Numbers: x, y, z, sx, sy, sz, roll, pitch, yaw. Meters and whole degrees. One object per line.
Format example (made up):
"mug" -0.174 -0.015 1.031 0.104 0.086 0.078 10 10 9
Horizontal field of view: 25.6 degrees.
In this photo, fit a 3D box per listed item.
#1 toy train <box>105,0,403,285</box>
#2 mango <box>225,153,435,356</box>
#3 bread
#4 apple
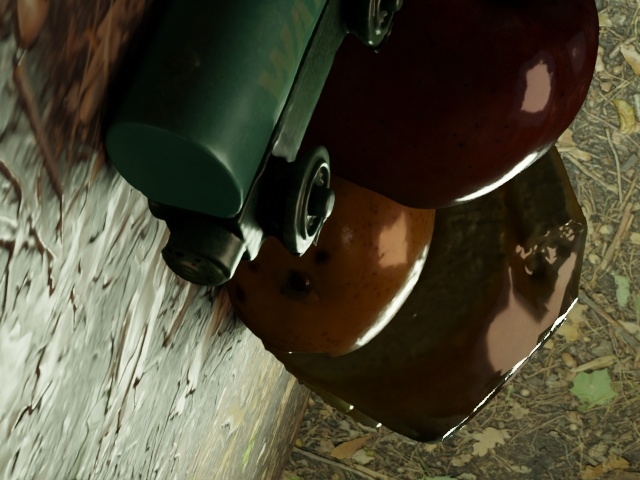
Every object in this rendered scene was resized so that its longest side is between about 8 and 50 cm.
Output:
"toy train" -0.029 -0.105 0.705 0.159 0.101 0.248 71 35 -62
"mango" 0.000 0.000 1.157 0.290 0.159 0.191 -172 -85 -85
"bread" 0.136 0.031 1.459 0.395 0.264 0.239 -44 163 -5
"apple" 0.072 -0.130 0.950 0.234 0.234 0.234 19 90 -86
